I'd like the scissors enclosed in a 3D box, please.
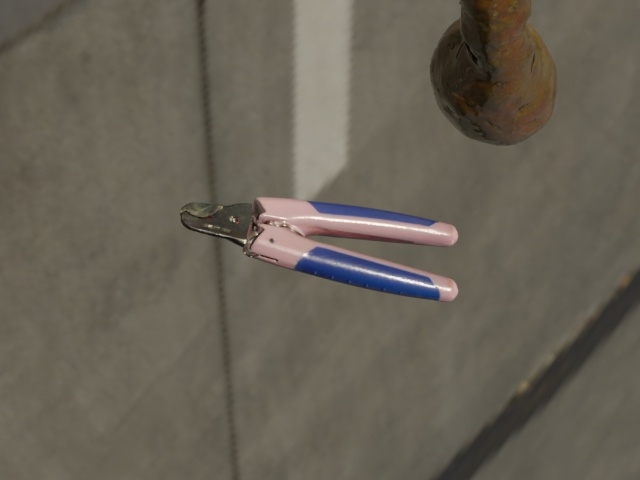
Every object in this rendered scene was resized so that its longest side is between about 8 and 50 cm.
[{"bbox_3d":[0.000,0.000,0.715,0.012,0.113,0.039,111,-14,-51],"label":"scissors"}]

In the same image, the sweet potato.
[{"bbox_3d":[0.098,-0.100,1.032,0.074,0.075,0.269,-52,165,-5],"label":"sweet potato"}]
